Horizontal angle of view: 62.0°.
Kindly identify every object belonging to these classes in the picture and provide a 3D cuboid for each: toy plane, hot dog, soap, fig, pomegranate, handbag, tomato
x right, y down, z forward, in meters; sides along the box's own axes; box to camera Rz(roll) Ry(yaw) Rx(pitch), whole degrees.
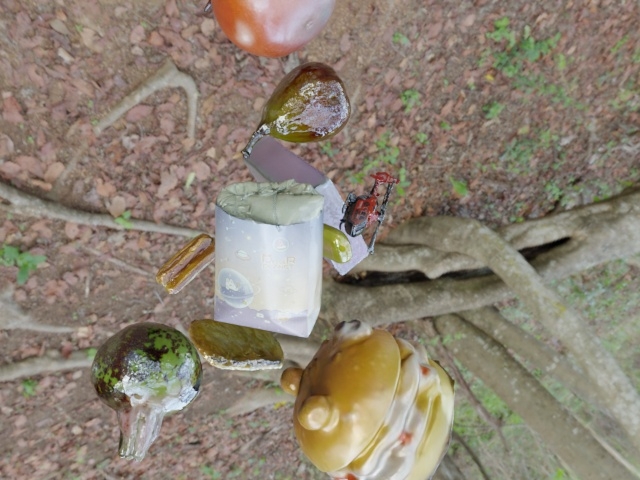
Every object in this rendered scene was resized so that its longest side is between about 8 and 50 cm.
[{"bbox_3d":[0.067,-0.048,0.739,0.037,0.060,0.145,96,17,-52],"label":"toy plane"},{"bbox_3d":[-0.303,0.049,1.230,0.165,0.071,0.045,-45,-164,-19],"label":"hot dog"},{"bbox_3d":[-0.041,-0.090,1.319,0.107,0.296,0.285,-41,136,-8],"label":"soap"},{"bbox_3d":[0.001,-0.001,1.046,0.045,0.140,0.089,-52,149,-33],"label":"soap"},{"bbox_3d":[-0.066,-0.268,1.166,0.274,0.145,0.170,-36,119,-14],"label":"fig"},{"bbox_3d":[-0.226,0.186,0.678,0.138,0.125,0.163,30,70,-35],"label":"pomegranate"},{"bbox_3d":[-0.052,0.011,0.561,0.095,0.117,0.173,-69,166,-59],"label":"handbag"},{"bbox_3d":[-0.090,-0.484,1.023,0.255,0.224,0.256,-40,166,-12],"label":"tomato"}]

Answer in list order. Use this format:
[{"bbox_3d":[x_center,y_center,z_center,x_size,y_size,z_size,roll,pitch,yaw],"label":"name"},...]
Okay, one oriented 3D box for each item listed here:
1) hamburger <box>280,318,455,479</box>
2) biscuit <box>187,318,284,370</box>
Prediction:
[{"bbox_3d":[0.065,0.267,0.891,0.236,0.276,0.276,31,111,-13],"label":"hamburger"},{"bbox_3d":[-0.154,0.199,1.015,0.029,0.118,0.247,-50,149,12],"label":"biscuit"}]
